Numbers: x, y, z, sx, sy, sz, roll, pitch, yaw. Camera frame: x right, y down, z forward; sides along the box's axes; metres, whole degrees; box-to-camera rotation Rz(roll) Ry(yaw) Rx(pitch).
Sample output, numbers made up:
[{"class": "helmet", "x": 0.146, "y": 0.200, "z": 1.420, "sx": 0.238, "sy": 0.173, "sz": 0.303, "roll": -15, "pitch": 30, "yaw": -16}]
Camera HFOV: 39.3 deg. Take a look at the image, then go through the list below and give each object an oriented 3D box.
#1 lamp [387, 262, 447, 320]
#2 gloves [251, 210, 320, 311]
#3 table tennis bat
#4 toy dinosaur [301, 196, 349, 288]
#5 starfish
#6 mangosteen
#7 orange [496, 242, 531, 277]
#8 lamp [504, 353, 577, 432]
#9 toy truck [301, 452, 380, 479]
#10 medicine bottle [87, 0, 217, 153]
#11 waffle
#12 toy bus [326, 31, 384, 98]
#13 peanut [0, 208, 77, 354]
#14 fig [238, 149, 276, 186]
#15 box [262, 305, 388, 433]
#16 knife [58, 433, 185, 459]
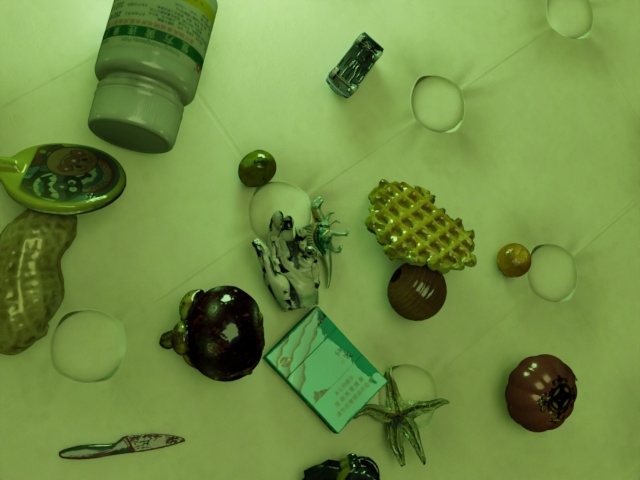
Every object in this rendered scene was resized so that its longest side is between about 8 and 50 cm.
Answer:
[{"class": "lamp", "x": 0.213, "y": 0.111, "z": 1.987, "sx": 0.137, "sy": 0.136, "sz": 0.136, "roll": 4, "pitch": 78, "yaw": -20}, {"class": "gloves", "x": -0.069, "y": 0.042, "z": 1.912, "sx": 0.128, "sy": 0.111, "sz": 0.212, "roll": -12, "pitch": 87, "yaw": 4}, {"class": "table tennis bat", "x": -0.564, "y": -0.134, "z": 1.744, "sx": 0.369, "sy": 0.054, "sz": 0.224, "roll": 7, "pitch": 38, "yaw": -6}, {"class": "toy dinosaur", "x": -0.001, "y": 0.001, "z": 1.982, "sx": 0.106, "sy": 0.044, "sz": 0.187, "roll": 21, "pitch": 86, "yaw": -2}, {"class": "starfish", "x": 0.181, "y": 0.383, "z": 1.962, "sx": 0.217, "sy": 0.050, "sz": 0.223, "roll": -11, "pitch": 79, "yaw": -4}, {"class": "mangosteen", "x": -0.218, "y": 0.187, "z": 1.794, "sx": 0.217, "sy": 0.192, "sz": 0.192, "roll": -4, "pitch": 80, "yaw": 3}, {"class": "orange", "x": 0.459, "y": 0.048, "z": 2.127, "sx": 0.083, "sy": 0.070, "sz": 0.083, "roll": 9, "pitch": 61, "yaw": -17}, {"class": "lamp", "x": 0.500, "y": 0.347, "z": 2.055, "sx": 0.182, "sy": 0.140, "sz": 0.181, "roll": -4, "pitch": 98, "yaw": -28}, {"class": "toy truck", "x": 0.061, "y": 0.559, "z": 1.852, "sx": 0.165, "sy": 0.147, "sz": 0.224, "roll": -19, "pitch": 90, "yaw": 1}, {"class": "medicine bottle", "x": -0.345, "y": -0.365, "z": 1.828, "sx": 0.208, "sy": 0.208, "sz": 0.339, "roll": 16, "pitch": 74, "yaw": -17}, {"class": "waffle", "x": 0.226, "y": -0.034, "z": 2.010, "sx": 0.291, "sy": 0.051, "sz": 0.291, "roll": 14, "pitch": 44, "yaw": -14}, {"class": "toy bus", "x": 0.073, "y": -0.396, "z": 2.064, "sx": 0.073, "sy": 0.076, "sz": 0.167, "roll": 40, "pitch": 67, "yaw": -11}, {"class": "peanut", "x": -0.553, "y": 0.057, "z": 1.706, "sx": 0.153, "sy": 0.140, "sz": 0.325, "roll": 20, "pitch": 71, "yaw": -10}, {"class": "fig", "x": -0.130, "y": -0.160, "z": 1.930, "sx": 0.084, "sy": 0.098, "sz": 0.082, "roll": 1, "pitch": 78, "yaw": -32}, {"class": "box", "x": 0.011, "y": 0.276, "z": 1.917, "sx": 0.161, "sy": 0.042, "sz": 0.226, "roll": -43, "pitch": 92, "yaw": -19}, {"class": "knife", "x": -0.389, "y": 0.404, "z": 1.768, "sx": 0.248, "sy": 0.018, "sz": 0.035, "roll": -3, "pitch": 78, "yaw": -24}]
